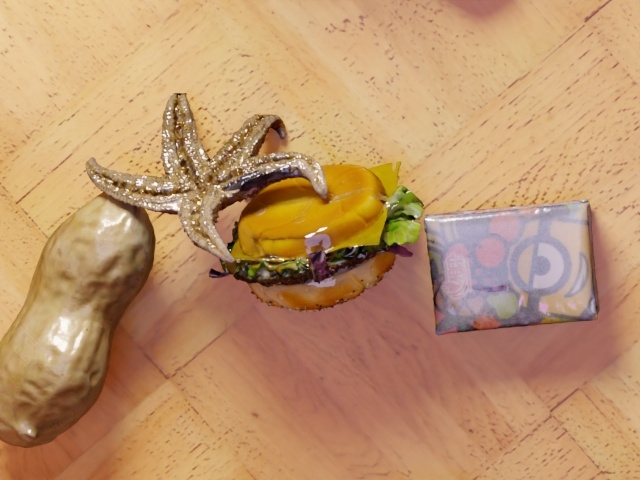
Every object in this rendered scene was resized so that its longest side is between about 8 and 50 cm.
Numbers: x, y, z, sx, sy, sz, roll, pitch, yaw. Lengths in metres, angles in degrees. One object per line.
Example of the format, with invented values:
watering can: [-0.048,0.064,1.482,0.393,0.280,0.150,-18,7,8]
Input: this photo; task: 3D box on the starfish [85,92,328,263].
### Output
starfish: [-0.100,-0.047,1.671,0.213,0.238,0.057,-9,132,5]

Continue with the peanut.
peanut: [-0.222,0.071,1.738,0.117,0.101,0.263,32,99,43]

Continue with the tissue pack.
tissue pack: [0.170,0.023,1.714,0.148,0.060,0.109,-5,96,6]

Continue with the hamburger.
hamburger: [0.003,0.001,1.685,0.189,0.164,0.093,-5,121,29]
